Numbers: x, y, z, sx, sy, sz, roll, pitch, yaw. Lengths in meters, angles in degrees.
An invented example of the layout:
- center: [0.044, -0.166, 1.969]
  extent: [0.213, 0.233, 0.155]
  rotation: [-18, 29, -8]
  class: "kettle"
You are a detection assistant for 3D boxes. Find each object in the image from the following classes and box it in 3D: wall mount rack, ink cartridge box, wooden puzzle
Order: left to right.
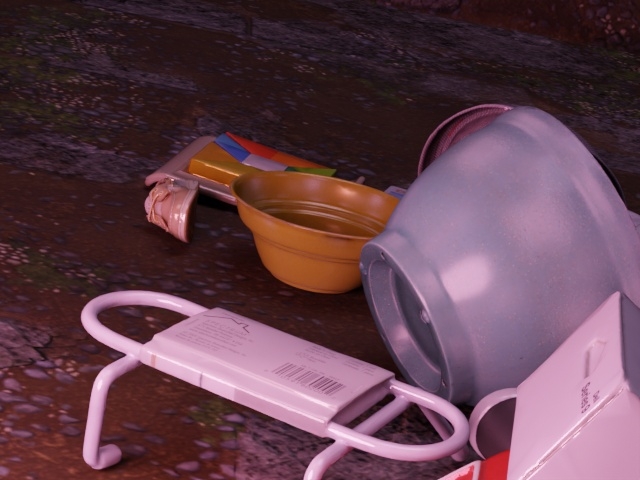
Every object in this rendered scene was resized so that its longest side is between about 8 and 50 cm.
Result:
- center: [-0.076, -0.081, 2.344]
  extent: [0.238, 0.044, 0.221]
  rotation: [14, 18, 8]
  class: "wooden puzzle"
- center: [-0.025, 0.140, 1.576]
  extent: [0.350, 0.131, 0.304]
  rotation: [20, 23, 25]
  class: "wall mount rack"
- center: [0.277, 0.198, 1.366]
  extent: [0.289, 0.121, 0.211]
  rotation: [43, 17, -5]
  class: "ink cartridge box"

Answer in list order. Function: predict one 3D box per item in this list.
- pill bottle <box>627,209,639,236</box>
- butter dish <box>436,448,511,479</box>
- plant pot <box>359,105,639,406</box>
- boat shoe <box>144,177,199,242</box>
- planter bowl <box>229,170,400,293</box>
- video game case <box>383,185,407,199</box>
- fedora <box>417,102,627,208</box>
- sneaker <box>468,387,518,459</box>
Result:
- center: [0.386, 0.087, 1.875]
  extent: [0.188, 0.188, 0.334]
  rotation: [-5, 25, -42]
  class: "pill bottle"
- center: [0.097, 0.244, 1.350]
  extent: [0.160, 0.118, 0.160]
  rotation: [-30, 9, 15]
  class: "butter dish"
- center: [0.159, 0.043, 1.789]
  extent: [0.196, 0.293, 0.293]
  rotation: [-23, 29, -16]
  class: "plant pot"
- center: [-0.169, -0.036, 2.126]
  extent: [0.059, 0.063, 0.170]
  rotation: [8, 8, -4]
  class: "boat shoe"
- center: [0.000, 0.000, 2.064]
  extent: [0.217, 0.090, 0.217]
  rotation: [10, 18, -3]
  class: "planter bowl"
- center: [0.148, -0.012, 2.309]
  extent: [0.193, 0.023, 0.212]
  rotation: [16, 18, 13]
  class: "video game case"
- center: [0.204, -0.011, 2.051]
  extent: [0.243, 0.275, 0.124]
  rotation: [11, 42, 23]
  class: "fedora"
- center: [0.284, 0.202, 1.624]
  extent: [0.295, 0.105, 0.147]
  rotation: [5, 24, -15]
  class: "sneaker"
